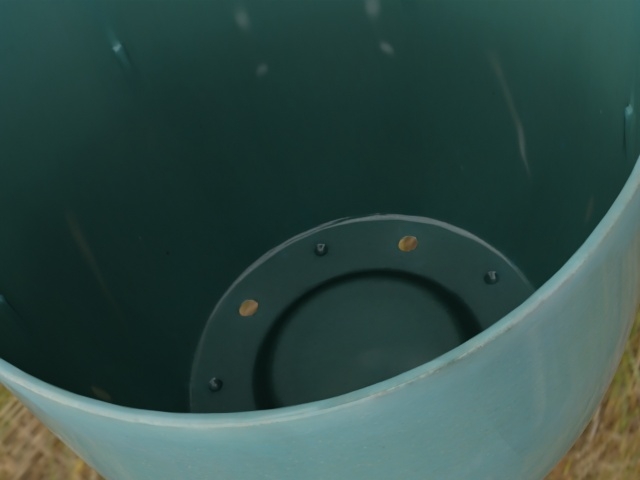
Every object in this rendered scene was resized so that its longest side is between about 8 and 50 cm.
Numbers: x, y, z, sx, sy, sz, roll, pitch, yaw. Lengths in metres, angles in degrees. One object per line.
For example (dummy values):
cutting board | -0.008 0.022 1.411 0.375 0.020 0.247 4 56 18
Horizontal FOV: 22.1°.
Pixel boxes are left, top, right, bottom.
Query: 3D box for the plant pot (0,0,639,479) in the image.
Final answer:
plant pot | 0.000 0.000 0.678 0.293 0.293 0.235 8 148 18
